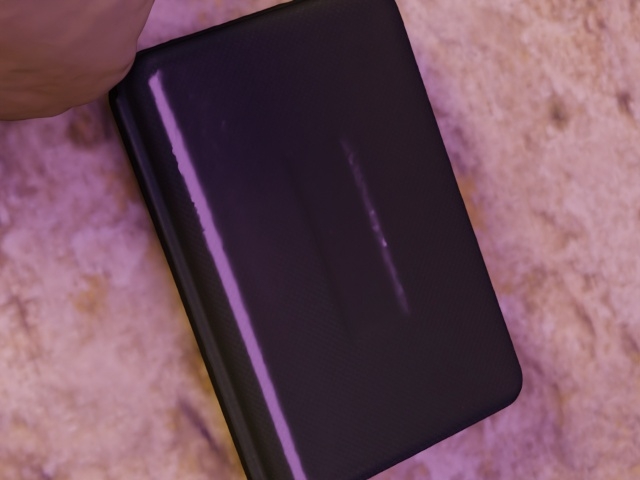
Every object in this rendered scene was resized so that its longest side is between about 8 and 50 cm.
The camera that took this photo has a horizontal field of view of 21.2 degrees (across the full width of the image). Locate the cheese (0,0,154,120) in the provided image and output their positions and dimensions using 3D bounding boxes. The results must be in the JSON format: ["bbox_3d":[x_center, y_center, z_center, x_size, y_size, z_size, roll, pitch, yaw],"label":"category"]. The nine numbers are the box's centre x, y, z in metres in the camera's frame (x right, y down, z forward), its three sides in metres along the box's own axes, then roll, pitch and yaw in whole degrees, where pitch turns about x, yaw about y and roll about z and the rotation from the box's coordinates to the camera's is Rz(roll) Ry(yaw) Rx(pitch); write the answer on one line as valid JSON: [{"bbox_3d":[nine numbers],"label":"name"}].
[{"bbox_3d":[-0.169,-0.165,0.692,0.248,0.173,0.251,28,67,-23],"label":"cheese"}]

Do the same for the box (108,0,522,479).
[{"bbox_3d":[0.000,0.000,0.836,0.160,0.050,0.230,-23,96,-30],"label":"box"}]
